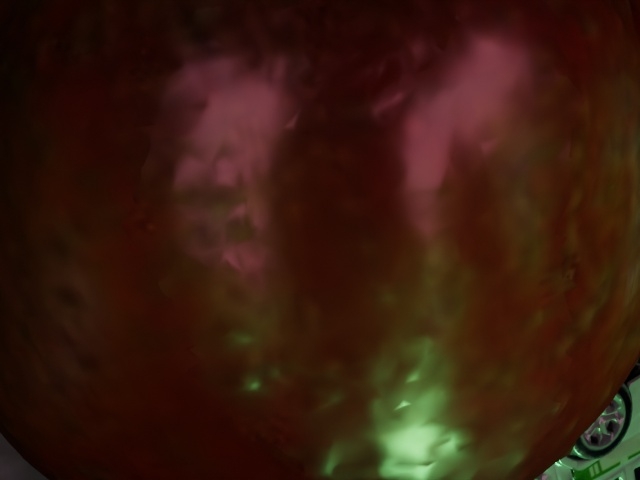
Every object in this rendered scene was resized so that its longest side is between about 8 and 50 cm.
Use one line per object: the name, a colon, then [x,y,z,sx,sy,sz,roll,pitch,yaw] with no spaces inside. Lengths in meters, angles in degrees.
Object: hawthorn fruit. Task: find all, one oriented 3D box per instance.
hawthorn fruit: [0.000,0.000,0.706,0.287,0.287,0.330,-25,121,-27]

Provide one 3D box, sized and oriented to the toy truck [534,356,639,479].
toy truck: [0.173,0.056,0.885,0.253,0.114,0.124,-30,119,-25]
